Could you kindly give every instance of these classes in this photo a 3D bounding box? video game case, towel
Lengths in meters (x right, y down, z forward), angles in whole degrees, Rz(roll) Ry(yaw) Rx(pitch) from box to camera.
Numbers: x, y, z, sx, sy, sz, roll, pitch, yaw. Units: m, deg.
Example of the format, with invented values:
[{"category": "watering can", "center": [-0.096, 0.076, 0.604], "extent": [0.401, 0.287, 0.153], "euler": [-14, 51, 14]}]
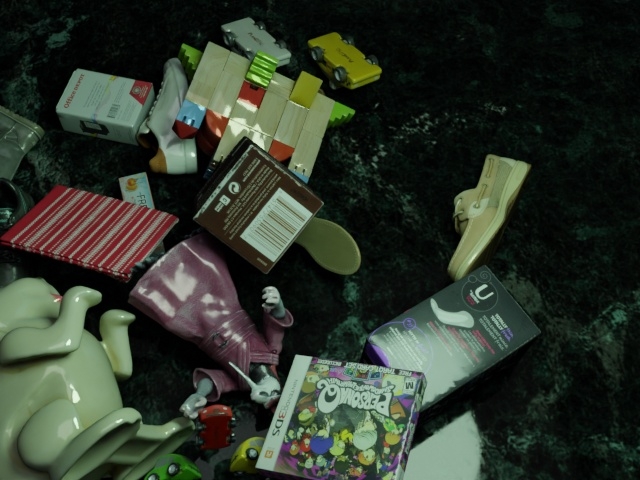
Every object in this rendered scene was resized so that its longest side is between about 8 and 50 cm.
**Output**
[{"category": "video game case", "center": [0.036, 0.294, 1.262], "extent": [0.232, 0.042, 0.210], "euler": [5, 54, 24]}, {"category": "towel", "center": [-0.433, -0.018, 1.481], "extent": [0.275, 0.031, 0.199], "euler": [14, 41, 13]}]

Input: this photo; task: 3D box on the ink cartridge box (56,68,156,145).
[{"category": "ink cartridge box", "center": [-0.463, -0.291, 1.709], "extent": [0.175, 0.072, 0.127], "euler": [12, 61, 5]}]

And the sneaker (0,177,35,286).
[{"category": "sneaker", "center": [-0.613, 0.003, 1.517], "extent": [0.101, 0.106, 0.267], "euler": [-6, 62, -6]}]

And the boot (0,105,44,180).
[{"category": "boot", "center": [-0.705, -0.182, 1.648], "extent": [0.189, 0.076, 0.208], "euler": [22, 68, 13]}]

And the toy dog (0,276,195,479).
[{"category": "toy dog", "center": [-0.466, 0.244, 1.318], "extent": [0.395, 0.284, 0.408], "euler": [-43, 67, 9]}]

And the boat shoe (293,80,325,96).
[{"category": "boat shoe", "center": [-0.077, -0.326, 1.751], "extent": [0.178, 0.060, 0.064], "euler": [3, 60, 0]}]

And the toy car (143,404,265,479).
[{"category": "toy car", "center": [-0.197, 0.357, 1.302], "extent": [0.225, 0.239, 0.053], "euler": [-28, 45, 9]}]

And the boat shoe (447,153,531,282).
[{"category": "boat shoe", "center": [0.316, -0.044, 1.577], "extent": [0.110, 0.122, 0.341], "euler": [24, 52, 16]}]

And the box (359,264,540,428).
[{"category": "box", "center": [0.226, 0.194, 1.412], "extent": [0.270, 0.143, 0.165], "euler": [-28, 66, -17]}]

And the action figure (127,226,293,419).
[{"category": "action figure", "center": [-0.183, 0.172, 1.416], "extent": [0.248, 0.276, 0.370], "euler": [-37, 87, -11]}]

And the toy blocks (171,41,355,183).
[{"category": "toy blocks", "center": [-0.149, -0.221, 1.610], "extent": [0.381, 0.191, 0.261], "euler": [23, 67, -12]}]

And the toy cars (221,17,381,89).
[{"category": "toy cars", "center": [-0.049, -0.408, 1.789], "extent": [0.393, 0.087, 0.176], "euler": [12, 46, 9]}]

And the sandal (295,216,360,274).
[{"category": "sandal", "center": [0.002, -0.006, 1.564], "extent": [0.240, 0.079, 0.088], "euler": [26, 103, 30]}]

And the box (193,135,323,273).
[{"category": "box", "center": [-0.120, -0.071, 1.441], "extent": [0.167, 0.203, 0.168], "euler": [38, 94, -15]}]

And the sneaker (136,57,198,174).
[{"category": "sneaker", "center": [-0.336, -0.271, 1.683], "extent": [0.123, 0.106, 0.290], "euler": [-6, 62, -8]}]

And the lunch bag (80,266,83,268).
[{"category": "lunch bag", "center": [-0.438, 0.008, 1.544], "extent": [0.098, 0.065, 0.067], "euler": [-18, 47, -11]}]

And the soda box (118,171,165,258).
[{"category": "soda box", "center": [-0.356, -0.043, 1.576], "extent": [0.058, 0.063, 0.183], "euler": [-13, 62, -10]}]
